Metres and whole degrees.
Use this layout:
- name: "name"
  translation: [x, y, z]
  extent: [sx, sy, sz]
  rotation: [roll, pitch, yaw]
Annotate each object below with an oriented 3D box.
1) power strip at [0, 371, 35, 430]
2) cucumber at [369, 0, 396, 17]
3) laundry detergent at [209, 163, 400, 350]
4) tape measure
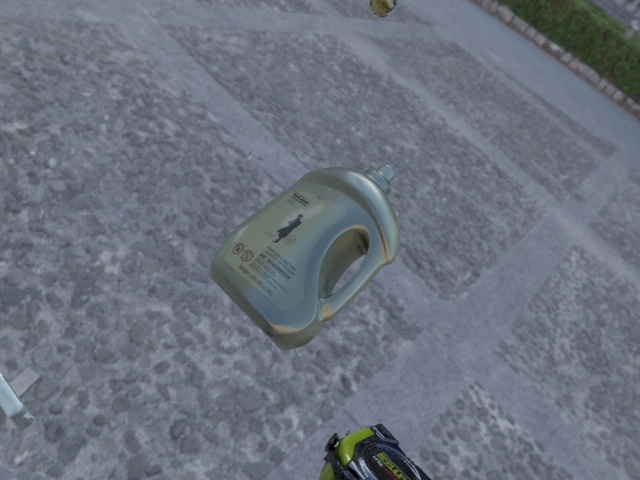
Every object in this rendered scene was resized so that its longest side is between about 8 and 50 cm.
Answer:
- name: "power strip"
  translation: [-0.602, 0.273, 1.136]
  extent: [0.035, 0.081, 0.192]
  rotation: [-36, 65, -27]
- name: "cucumber"
  translation: [0.080, -0.314, 0.756]
  extent: [0.034, 0.033, 0.134]
  rotation: [-4, 38, 12]
- name: "laundry detergent"
  translation: [0.000, 0.000, 0.739]
  extent: [0.181, 0.253, 0.091]
  rotation: [39, -13, 36]
- name: "tape measure"
  translation: [0.080, 0.383, 0.935]
  extent: [0.199, 0.112, 0.186]
  rotation: [39, 15, 30]
